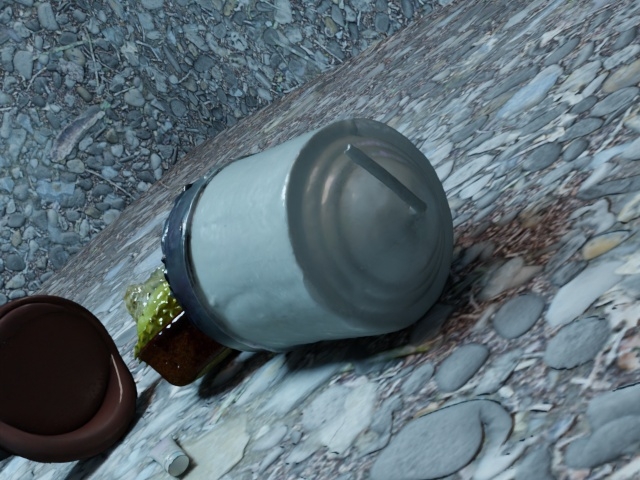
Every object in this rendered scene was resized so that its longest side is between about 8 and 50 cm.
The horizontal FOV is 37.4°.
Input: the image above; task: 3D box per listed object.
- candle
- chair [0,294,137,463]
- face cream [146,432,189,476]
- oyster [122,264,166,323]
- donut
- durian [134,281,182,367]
[{"bbox_3d":[0.000,0.000,0.951,0.343,0.221,0.221,-13,29,52],"label":"candle"},{"bbox_3d":[-0.426,0.204,1.331,0.401,0.226,0.226,-18,25,52],"label":"chair"},{"bbox_3d":[-0.164,0.231,1.020,0.038,0.020,0.115,-43,12,-15],"label":"face cream"},{"bbox_3d":[-0.201,0.077,1.423,0.233,0.161,0.107,-23,63,28],"label":"oyster"},{"bbox_3d":[-0.130,0.104,1.147,0.184,0.073,0.166,-40,-6,-10],"label":"donut"},{"bbox_3d":[-0.197,0.123,1.303,0.146,0.102,0.208,-49,-5,-42],"label":"durian"}]
